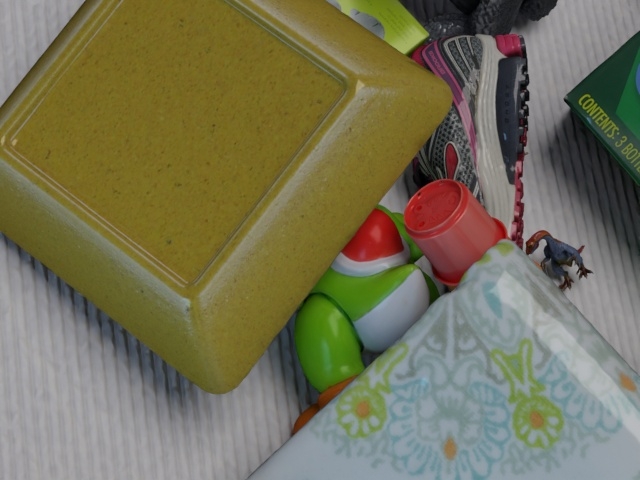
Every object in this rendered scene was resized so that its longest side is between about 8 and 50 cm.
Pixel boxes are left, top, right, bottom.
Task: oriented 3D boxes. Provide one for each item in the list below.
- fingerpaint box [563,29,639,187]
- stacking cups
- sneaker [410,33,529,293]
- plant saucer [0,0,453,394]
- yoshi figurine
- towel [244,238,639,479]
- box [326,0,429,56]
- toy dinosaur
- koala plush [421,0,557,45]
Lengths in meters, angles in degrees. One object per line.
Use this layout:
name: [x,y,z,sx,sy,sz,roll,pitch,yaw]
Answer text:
fingerpaint box: [0.518,-0.089,1.903,0.371,0.163,0.445,-40,83,8]
stacking cups: [0.183,0.062,1.743,0.316,0.096,0.096,52,48,-37]
sneaker: [0.138,-0.047,1.873,0.112,0.121,0.299,1,76,9]
plant saucer: [-0.114,-0.095,1.678,0.333,0.081,0.333,36,85,17]
yoshi figurine: [-0.006,0.004,1.785,0.203,0.203,0.362,-20,86,12]
towel: [0.123,0.238,1.617,0.374,0.090,0.320,-43,84,8]
box: [0.003,-0.177,1.897,0.178,0.042,0.109,-41,85,-17]
toy dinosaur: [0.223,0.013,1.903,0.082,0.047,0.090,53,17,-29]
koala plush: [0.122,-0.312,1.968,0.221,0.203,0.196,31,50,19]
